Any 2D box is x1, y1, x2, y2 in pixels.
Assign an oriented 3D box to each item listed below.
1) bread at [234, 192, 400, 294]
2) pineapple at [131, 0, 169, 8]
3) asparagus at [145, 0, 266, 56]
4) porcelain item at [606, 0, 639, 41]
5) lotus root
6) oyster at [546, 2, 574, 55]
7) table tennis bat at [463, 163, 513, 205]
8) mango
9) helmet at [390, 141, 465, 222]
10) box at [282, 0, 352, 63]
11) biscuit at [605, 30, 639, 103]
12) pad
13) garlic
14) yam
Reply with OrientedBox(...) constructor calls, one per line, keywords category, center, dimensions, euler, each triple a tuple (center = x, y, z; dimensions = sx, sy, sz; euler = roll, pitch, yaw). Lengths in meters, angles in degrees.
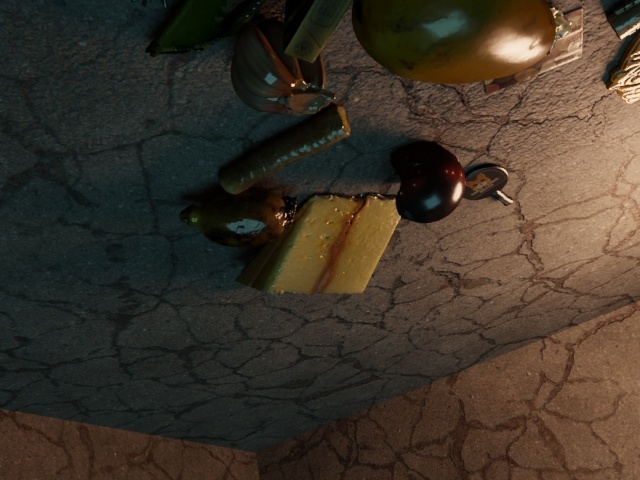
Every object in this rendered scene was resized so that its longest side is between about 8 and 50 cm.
OrientedBox(category="bread", center=(0.000, 0.000, 1.865), dimensions=(0.346, 0.242, 0.404), euler=(17, 95, -30))
OrientedBox(category="pineapple", center=(-0.287, -0.478, 1.006), dimensions=(0.103, 0.083, 0.221), euler=(0, 148, 0))
OrientedBox(category="asparagus", center=(-0.165, -0.429, 1.109), dimensions=(0.129, 0.108, 0.382), euler=(16, 139, -40))
OrientedBox(category="porcelain item", center=(0.728, -0.519, 1.351), dimensions=(0.213, 0.054, 0.084), euler=(-33, 145, 27))
OrientedBox(category="lotus root", center=(-0.204, -0.056, 1.636), dimensions=(0.314, 0.141, 0.169), euler=(-4, 150, -14))
OrientedBox(category="oyster", center=(0.477, -0.470, 1.347), dimensions=(0.106, 0.061, 0.200), euler=(-41, 142, 2))
OrientedBox(category="table tennis bat", center=(0.498, -0.156, 1.861), dimensions=(0.150, 0.027, 0.236), euler=(-34, 140, 29))
OrientedBox(category="mango", center=(0.256, -0.406, 1.161), dimensions=(0.446, 0.232, 0.300), euler=(-1, 175, -39))
OrientedBox(category="helmet", center=(0.280, -0.148, 1.655), dimensions=(0.216, 0.193, 0.189), euler=(-57, 147, -10))
OrientedBox(category="box", center=(0.015, -0.447, 1.090), dimensions=(0.071, 0.159, 0.240), euler=(17, 137, -24))
OrientedBox(category="biscuit", center=(0.785, -0.421, 1.552), dimensions=(0.163, 0.035, 0.250), euler=(-25, 145, 10))
OrientedBox(category="pad", center=(0.484, -0.428, 1.447), dimensions=(0.235, 0.003, 0.158), euler=(-21, 147, 10))
OrientedBox(category="garlic", center=(-0.099, -0.321, 1.213), dimensions=(0.214, 0.191, 0.160), euler=(-10, 156, -49))
OrientedBox(category="yam", center=(-0.090, -0.207, 1.510), dimensions=(0.357, 0.081, 0.081), euler=(-26, 146, 21))
